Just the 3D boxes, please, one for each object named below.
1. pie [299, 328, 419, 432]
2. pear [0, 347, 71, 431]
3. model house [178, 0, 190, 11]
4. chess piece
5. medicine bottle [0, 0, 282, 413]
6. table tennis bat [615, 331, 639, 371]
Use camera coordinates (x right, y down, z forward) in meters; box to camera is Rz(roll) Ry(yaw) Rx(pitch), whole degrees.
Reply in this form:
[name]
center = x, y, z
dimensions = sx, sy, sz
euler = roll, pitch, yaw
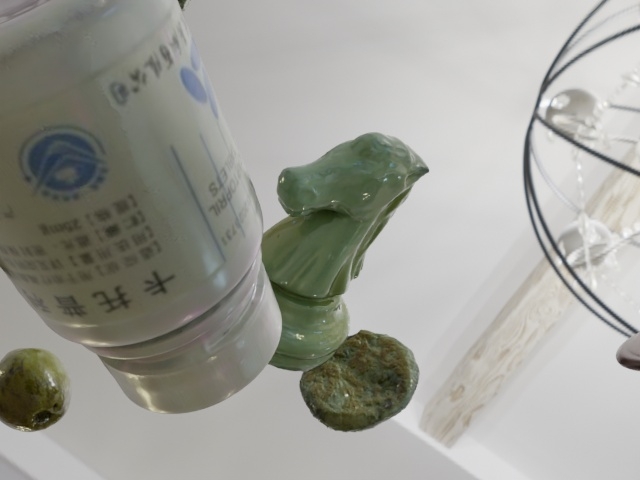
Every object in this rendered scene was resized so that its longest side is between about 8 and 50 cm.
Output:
[pie]
center = 0.058, 0.211, 1.101
dimensions = 0.186, 0.187, 0.041
euler = -1, -49, 19
[pear]
center = -0.389, 0.200, 0.977
dimensions = 0.131, 0.107, 0.107
euler = 44, -53, 49
[model house]
center = -0.136, -0.262, 0.646
dimensions = 0.083, 0.066, 0.078
euler = 32, -37, -13
[chess piece]
center = 0.000, 0.000, 0.866
dimensions = 0.175, 0.176, 0.298
euler = 31, -60, 6
[medicine bottle]
center = -0.131, -0.028, 0.475
dimensions = 0.170, 0.170, 0.293
euler = -2, -47, 20
[table tennis bat]
center = 0.239, 0.047, 0.421
dimensions = 0.098, 0.154, 0.019
euler = -18, -90, 61
